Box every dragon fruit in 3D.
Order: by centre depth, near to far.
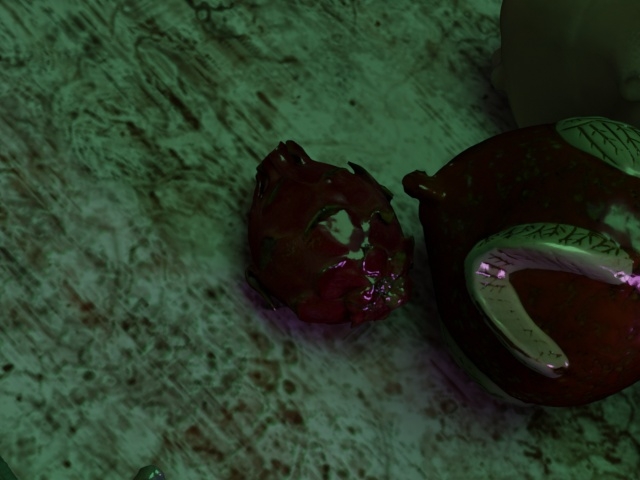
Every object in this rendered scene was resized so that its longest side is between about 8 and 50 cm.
[{"bbox_3d":[0.000,0.000,1.288,0.166,0.133,0.136,54,15,12],"label":"dragon fruit"}]

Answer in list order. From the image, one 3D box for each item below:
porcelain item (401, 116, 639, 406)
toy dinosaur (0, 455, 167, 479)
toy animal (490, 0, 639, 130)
[{"bbox_3d":[0.164,0.005,1.270,0.253,0.253,0.253,10,59,-16],"label":"porcelain item"},{"bbox_3d":[-0.167,0.232,1.114,0.393,0.092,0.205,43,60,3],"label":"toy dinosaur"},{"bbox_3d":[0.304,-0.172,1.399,0.269,0.326,0.237,-59,135,-60],"label":"toy animal"}]
